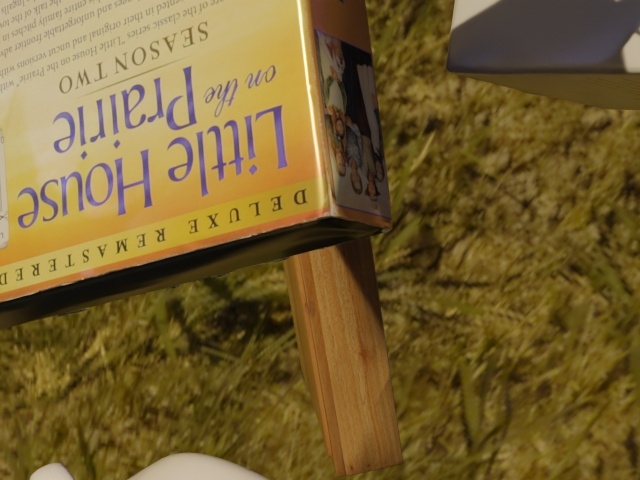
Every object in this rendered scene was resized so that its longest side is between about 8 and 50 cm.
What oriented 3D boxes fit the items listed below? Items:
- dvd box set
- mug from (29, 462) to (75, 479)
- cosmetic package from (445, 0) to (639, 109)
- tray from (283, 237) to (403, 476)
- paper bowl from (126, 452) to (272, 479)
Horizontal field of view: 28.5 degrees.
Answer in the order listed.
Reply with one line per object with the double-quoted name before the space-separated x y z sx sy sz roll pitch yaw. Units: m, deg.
"dvd box set" -0.124 -0.178 0.671 0.062 0.308 0.420 10 69 -54
"mug" -0.269 0.452 1.610 0.276 0.328 0.374 -28 108 -16
"cosmetic package" 0.340 -0.187 0.971 0.230 0.453 0.161 6 92 -40
"tray" 0.000 0.000 1.218 0.076 0.410 0.203 -12 25 -4
"paper bowl" -0.042 0.228 0.701 0.284 0.284 0.148 33 67 5
